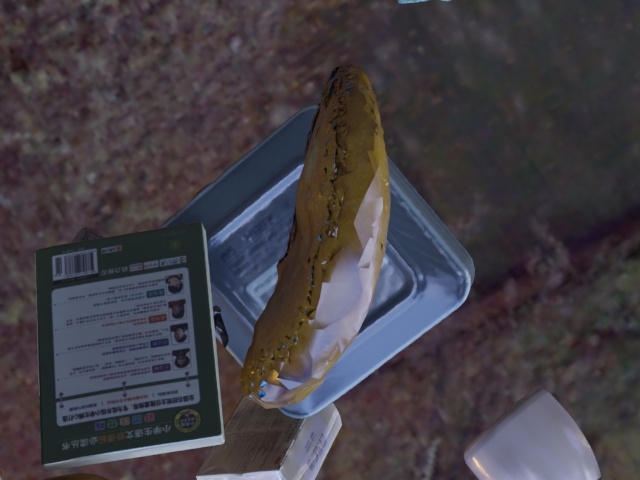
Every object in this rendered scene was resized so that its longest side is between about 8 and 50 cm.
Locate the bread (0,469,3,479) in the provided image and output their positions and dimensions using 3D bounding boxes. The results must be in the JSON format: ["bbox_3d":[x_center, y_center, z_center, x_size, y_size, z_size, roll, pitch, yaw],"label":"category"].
[{"bbox_3d":[-0.480,0.228,1.558,0.236,0.389,0.183,-18,-162,-17],"label":"bread"}]

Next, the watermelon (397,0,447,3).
[{"bbox_3d":[0.204,-0.405,1.696,0.264,0.151,0.302,-15,177,3],"label":"watermelon"}]

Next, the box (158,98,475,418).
[{"bbox_3d":[-0.014,0.031,2.203,0.396,0.396,0.111,-40,-176,19],"label":"box"}]

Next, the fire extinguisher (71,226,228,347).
[{"bbox_3d":[-0.251,0.076,2.093,0.267,0.089,0.072,29,122,-22],"label":"fire extinguisher"}]

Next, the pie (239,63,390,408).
[{"bbox_3d":[0.001,0.001,1.055,0.069,0.273,0.273,16,153,-8],"label":"pie"}]

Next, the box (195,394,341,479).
[{"bbox_3d":[-0.081,0.346,2.322,0.168,0.095,0.212,-11,-151,31],"label":"box"}]

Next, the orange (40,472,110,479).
[{"bbox_3d":[-0.267,0.310,1.538,0.160,0.112,0.170,-4,135,-3],"label":"orange"}]

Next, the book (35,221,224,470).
[{"bbox_3d":[-0.217,0.114,1.571,0.202,0.264,0.027,-9,153,2],"label":"book"}]

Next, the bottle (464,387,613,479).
[{"bbox_3d":[0.316,0.325,1.855,0.147,0.236,0.147,-39,166,-11],"label":"bottle"}]
